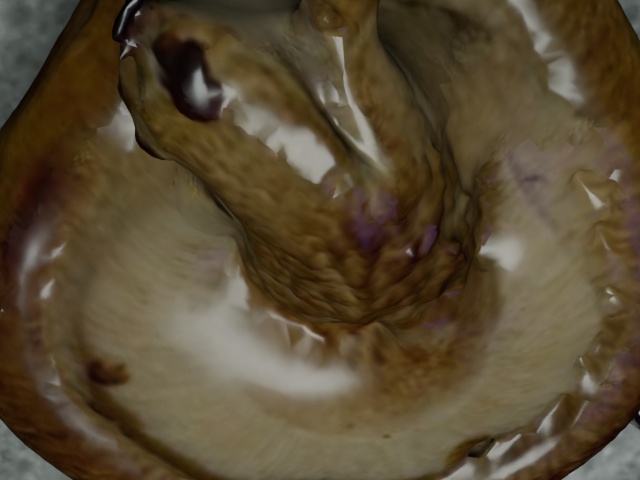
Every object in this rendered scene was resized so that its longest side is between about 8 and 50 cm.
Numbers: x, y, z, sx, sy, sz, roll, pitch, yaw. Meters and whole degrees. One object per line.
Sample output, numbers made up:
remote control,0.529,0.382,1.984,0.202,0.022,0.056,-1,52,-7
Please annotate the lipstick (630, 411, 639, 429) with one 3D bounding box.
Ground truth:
lipstick,0.267,-0.002,0.844,0.300,0.081,0.081,-34,116,10

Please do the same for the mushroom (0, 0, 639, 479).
mushroom,0.000,0.000,0.719,0.346,0.259,0.345,-2,118,-3
